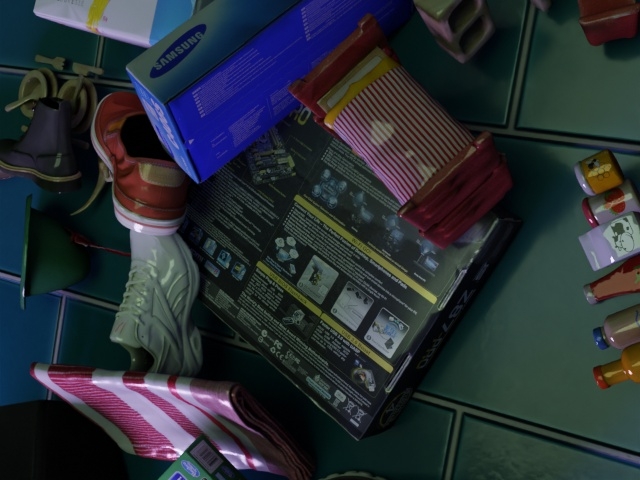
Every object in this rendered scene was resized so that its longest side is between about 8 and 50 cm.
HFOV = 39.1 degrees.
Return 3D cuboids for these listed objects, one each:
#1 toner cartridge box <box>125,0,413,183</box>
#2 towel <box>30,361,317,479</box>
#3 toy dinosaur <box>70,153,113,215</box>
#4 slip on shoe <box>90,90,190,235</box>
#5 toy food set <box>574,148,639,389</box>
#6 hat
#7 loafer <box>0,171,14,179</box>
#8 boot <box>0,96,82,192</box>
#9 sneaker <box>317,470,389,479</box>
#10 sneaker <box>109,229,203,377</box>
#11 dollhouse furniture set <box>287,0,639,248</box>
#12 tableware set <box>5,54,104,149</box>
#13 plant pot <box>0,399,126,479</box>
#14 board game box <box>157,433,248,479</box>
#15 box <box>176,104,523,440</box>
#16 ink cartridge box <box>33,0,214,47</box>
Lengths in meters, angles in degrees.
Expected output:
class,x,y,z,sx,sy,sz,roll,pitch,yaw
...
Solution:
class,x,y,z,sx,sy,sz,roll,pitch,yaw
toner cartridge box,-0.043,-0.230,1.025,0.348,0.165,0.075,-40,65,-14
towel,-0.192,0.235,1.166,0.329,0.237,0.037,0,54,30
toy dinosaur,-0.313,-0.114,1.346,0.093,0.053,0.183,21,98,46
slip on shoe,-0.231,-0.128,1.190,0.331,0.123,0.101,-118,42,-55
toy food set,0.304,0.031,0.941,0.105,0.111,0.232,-27,78,26
hat,-0.357,0.027,1.373,0.208,0.184,0.173,-114,31,-55
loafer,-0.549,-0.120,1.468,0.148,0.056,0.050,-9,91,29
boot,-0.427,-0.163,1.354,0.198,0.077,0.137,19,118,32
sneaker,0.063,0.335,1.069,0.279,0.118,0.107,-10,83,29
sneaker,-0.217,0.086,1.145,0.090,0.115,0.232,5,108,40
dollhouse furniture set,0.177,-0.196,0.937,0.374,0.152,0.201,-44,64,5
tableware set,-0.411,-0.218,1.382,0.194,0.039,0.128,18,98,40
plant pot,-0.403,0.324,1.312,0.188,0.187,0.166,-13,71,29
board game box,-0.100,0.421,1.126,0.317,0.046,0.213,44,120,6
box,0.000,0.000,1.128,0.395,0.097,0.318,37,109,26
ink cartridge box,-0.197,-0.348,1.189,0.270,0.198,0.197,19,99,28
